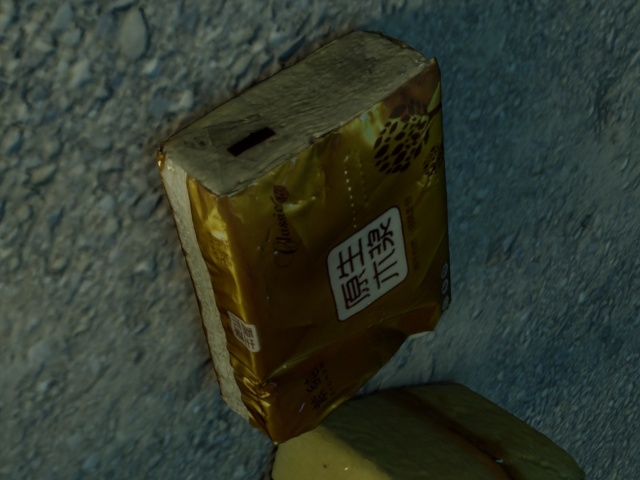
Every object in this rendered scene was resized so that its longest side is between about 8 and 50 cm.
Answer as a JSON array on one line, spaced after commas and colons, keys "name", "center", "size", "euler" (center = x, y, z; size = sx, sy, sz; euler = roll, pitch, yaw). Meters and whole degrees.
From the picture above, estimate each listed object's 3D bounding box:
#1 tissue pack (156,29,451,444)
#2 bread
[{"name": "tissue pack", "center": [0.000, 0.000, 0.717], "size": [0.183, 0.092, 0.226], "euler": [-33, 135, -26]}, {"name": "bread", "center": [0.092, 0.221, 0.903], "size": [0.240, 0.178, 0.135], "euler": [-5, 118, -48]}]
